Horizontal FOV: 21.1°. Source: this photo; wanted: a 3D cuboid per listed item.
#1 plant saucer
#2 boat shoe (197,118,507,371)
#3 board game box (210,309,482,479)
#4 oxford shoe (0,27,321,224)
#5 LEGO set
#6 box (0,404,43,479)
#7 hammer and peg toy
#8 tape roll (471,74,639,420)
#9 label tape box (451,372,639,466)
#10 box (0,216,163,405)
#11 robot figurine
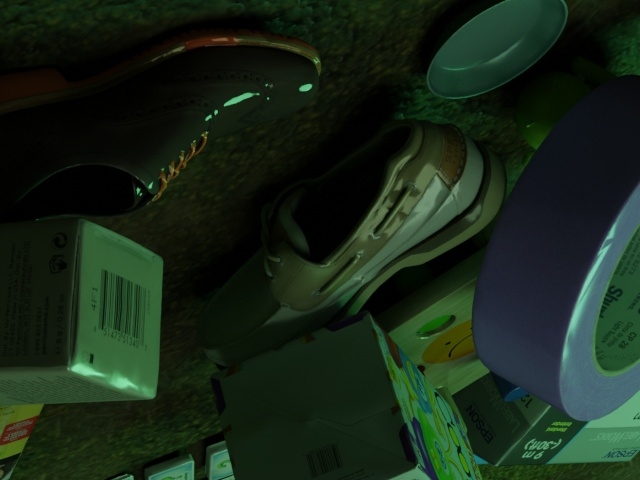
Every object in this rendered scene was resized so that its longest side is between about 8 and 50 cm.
[{"bbox_3d":[0.128,-0.152,1.284,0.119,0.021,0.119,-23,154,-12],"label":"plant saucer"},{"bbox_3d":[0.000,0.000,1.361,0.302,0.113,0.103,-38,133,25],"label":"boat shoe"},{"bbox_3d":[0.038,0.191,1.426,0.144,0.142,0.275,-23,150,10],"label":"board game box"},{"bbox_3d":[-0.111,-0.064,1.107,0.271,0.098,0.097,-17,153,-24],"label":"oxford shoe"},{"bbox_3d":[-0.155,0.296,1.815,0.182,0.060,0.244,-17,154,-15],"label":"LEGO set"},{"bbox_3d":[-0.270,0.129,1.362,0.087,0.058,0.232,-11,150,-32],"label":"box"},{"bbox_3d":[0.095,0.110,1.633,0.361,0.127,0.266,-34,155,20],"label":"hammer and peg toy"},{"bbox_3d":[0.240,0.007,1.400,0.275,0.090,0.275,-36,141,-36],"label":"tape roll"},{"bbox_3d":[0.281,0.171,1.896,0.249,0.115,0.347,5,130,-44],"label":"label tape box"},{"bbox_3d":[-0.241,0.051,1.052,0.275,0.094,0.113,-4,164,21],"label":"box"},{"bbox_3d":[0.201,-0.099,1.406,0.115,0.067,0.101,20,99,-60],"label":"robot figurine"}]
